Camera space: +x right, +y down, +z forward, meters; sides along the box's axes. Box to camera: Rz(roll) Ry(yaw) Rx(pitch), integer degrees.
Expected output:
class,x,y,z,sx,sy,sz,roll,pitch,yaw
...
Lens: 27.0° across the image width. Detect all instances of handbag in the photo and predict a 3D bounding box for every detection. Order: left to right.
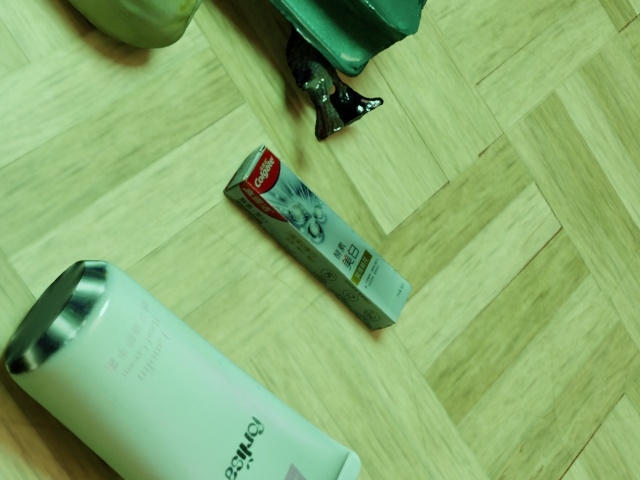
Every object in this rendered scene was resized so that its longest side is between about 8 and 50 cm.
class,x,y,z,sx,sy,sz,roll,pitch,yaw
handbag,-0.025,-0.339,1.373,0.326,0.089,0.238,43,31,-18

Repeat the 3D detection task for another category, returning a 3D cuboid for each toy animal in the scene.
class,x,y,z,sx,sy,sz,roll,pitch,yaw
toy animal,-0.004,-0.188,1.375,0.105,0.070,0.202,12,56,-60

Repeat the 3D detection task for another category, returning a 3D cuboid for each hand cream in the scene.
class,x,y,z,sx,sy,sz,roll,pitch,yaw
hand cream,-0.103,0.164,1.120,0.358,0.118,0.185,44,49,-27

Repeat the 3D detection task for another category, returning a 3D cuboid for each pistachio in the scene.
class,x,y,z,sx,sy,sz,roll,pitch,yaw
pistachio,-0.190,-0.270,1.219,0.206,0.131,0.129,44,4,-12

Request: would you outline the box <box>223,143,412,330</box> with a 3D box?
class,x,y,z,sx,sy,sz,roll,pitch,yaw
box,0.000,0.000,1.318,0.218,0.039,0.055,43,51,-19
